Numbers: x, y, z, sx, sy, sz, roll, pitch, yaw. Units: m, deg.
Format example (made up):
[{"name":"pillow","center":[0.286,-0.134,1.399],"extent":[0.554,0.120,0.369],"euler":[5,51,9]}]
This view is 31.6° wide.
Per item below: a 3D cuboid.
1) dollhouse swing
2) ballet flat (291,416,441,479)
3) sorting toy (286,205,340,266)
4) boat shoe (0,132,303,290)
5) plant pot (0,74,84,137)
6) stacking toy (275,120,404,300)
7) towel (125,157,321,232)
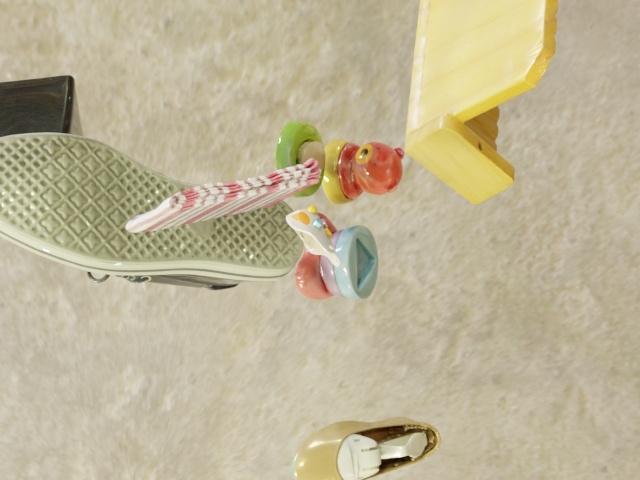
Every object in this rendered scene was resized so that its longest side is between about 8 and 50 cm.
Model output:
[{"name":"dollhouse swing","center":[0.324,-0.296,1.886],"extent":[0.315,0.305,0.346],"euler":[32,57,-42]},{"name":"ballet flat","center":[0.064,0.258,1.405],"extent":[0.232,0.073,0.080],"euler":[-8,93,-47]},{"name":"sorting toy","center":[0.000,0.000,1.529],"extent":[0.045,0.083,0.075],"euler":[-35,59,0]},{"name":"boat shoe","center":[-0.264,-0.023,1.595],"extent":[0.500,0.156,0.186],"euler":[11,68,-34]},{"name":"plant pot","center":[-0.481,-0.139,1.858],"extent":[0.188,0.187,0.167],"euler":[-9,49,-10]},{"name":"stacking toy","center":[0.036,-0.058,1.939],"extent":[0.130,0.279,0.308],"euler":[0,73,28]},{"name":"towel","center":[-0.111,-0.048,1.279],"extent":[0.197,0.144,0.029],"euler":[-13,85,-30]}]
